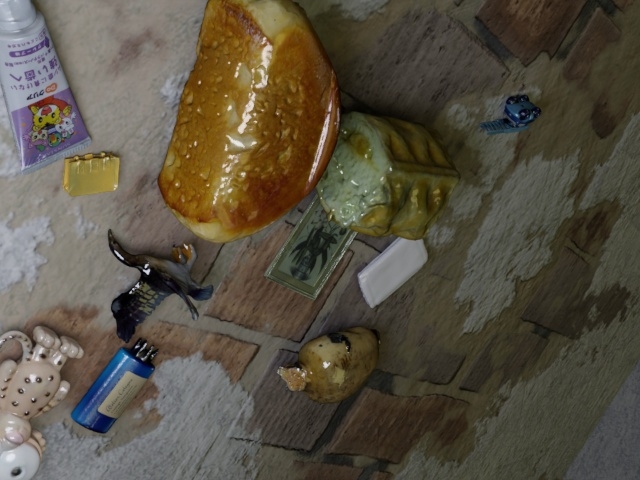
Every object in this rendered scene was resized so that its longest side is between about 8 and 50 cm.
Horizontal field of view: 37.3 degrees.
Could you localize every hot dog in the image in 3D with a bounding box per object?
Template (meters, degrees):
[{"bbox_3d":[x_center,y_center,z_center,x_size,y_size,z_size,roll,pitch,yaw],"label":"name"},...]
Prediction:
[{"bbox_3d":[-0.094,-0.196,1.511,0.223,0.185,0.405,0,116,-43],"label":"hot dog"}]

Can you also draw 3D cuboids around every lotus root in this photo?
[{"bbox_3d":[0.037,0.257,1.999,0.257,0.140,0.154,-25,139,-39],"label":"lotus root"}]

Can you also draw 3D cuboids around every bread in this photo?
[{"bbox_3d":[0.124,-0.118,1.782,0.252,0.238,0.196,15,137,-45],"label":"bread"}]

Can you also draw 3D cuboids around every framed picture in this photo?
[{"bbox_3d":[0.000,0.000,1.879,0.173,0.010,0.231,28,96,-50],"label":"framed picture"}]

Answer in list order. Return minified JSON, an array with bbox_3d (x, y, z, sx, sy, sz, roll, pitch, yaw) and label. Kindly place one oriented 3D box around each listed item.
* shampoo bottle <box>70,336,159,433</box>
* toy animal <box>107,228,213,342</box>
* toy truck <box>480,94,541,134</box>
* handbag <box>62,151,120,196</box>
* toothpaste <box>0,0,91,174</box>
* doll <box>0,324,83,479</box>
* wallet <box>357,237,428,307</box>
[{"bbox_3d":[-0.355,0.253,1.676,0.183,0.050,0.087,-53,137,-2],"label":"shampoo bottle"},{"bbox_3d":[-0.277,0.057,1.578,0.273,0.197,0.160,-29,-179,42],"label":"toy animal"},{"bbox_3d":[0.414,-0.270,2.066,0.136,0.063,0.074,-10,143,-37],"label":"toy truck"},{"bbox_3d":[-0.351,-0.102,1.450,0.083,0.027,0.061,-11,125,-38],"label":"handbag"},{"bbox_3d":[-0.394,-0.219,1.302,0.114,0.073,0.299,-32,143,-25],"label":"toothpaste"},{"bbox_3d":[-0.487,0.268,1.512,0.154,0.119,0.278,21,95,-36],"label":"doll"},{"bbox_3d":[0.157,0.058,2.061,0.183,0.032,0.124,-40,139,-14],"label":"wallet"}]
